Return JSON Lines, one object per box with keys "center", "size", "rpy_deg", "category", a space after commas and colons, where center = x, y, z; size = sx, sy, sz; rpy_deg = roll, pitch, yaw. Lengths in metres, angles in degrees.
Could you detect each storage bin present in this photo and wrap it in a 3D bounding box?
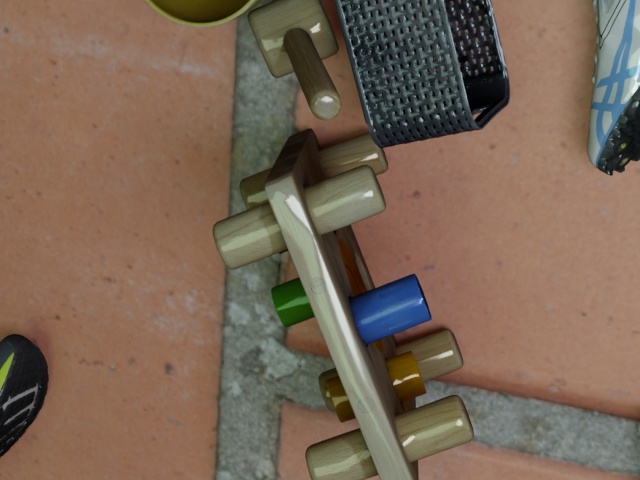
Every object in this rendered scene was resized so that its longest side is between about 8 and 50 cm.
{"center": [0.074, -0.172, 1.090], "size": [0.084, 0.122, 0.180], "rpy_deg": [-8, 105, 24], "category": "storage bin"}

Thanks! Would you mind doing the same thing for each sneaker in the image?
{"center": [0.234, -0.164, 1.061], "size": [0.086, 0.085, 0.237], "rpy_deg": [31, 124, 39], "category": "sneaker"}
{"center": [-0.378, 0.187, 1.408], "size": [0.121, 0.111, 0.300], "rpy_deg": [45, 116, 6], "category": "sneaker"}

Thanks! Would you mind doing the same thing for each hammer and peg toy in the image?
{"center": [0.000, 0.000, 1.103], "size": [0.127, 0.266, 0.361], "rpy_deg": [-20, 101, 7], "category": "hammer and peg toy"}

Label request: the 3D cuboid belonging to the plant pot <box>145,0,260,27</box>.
{"center": [-0.075, -0.240, 1.137], "size": [0.134, 0.095, 0.134], "rpy_deg": [6, 104, 24], "category": "plant pot"}
